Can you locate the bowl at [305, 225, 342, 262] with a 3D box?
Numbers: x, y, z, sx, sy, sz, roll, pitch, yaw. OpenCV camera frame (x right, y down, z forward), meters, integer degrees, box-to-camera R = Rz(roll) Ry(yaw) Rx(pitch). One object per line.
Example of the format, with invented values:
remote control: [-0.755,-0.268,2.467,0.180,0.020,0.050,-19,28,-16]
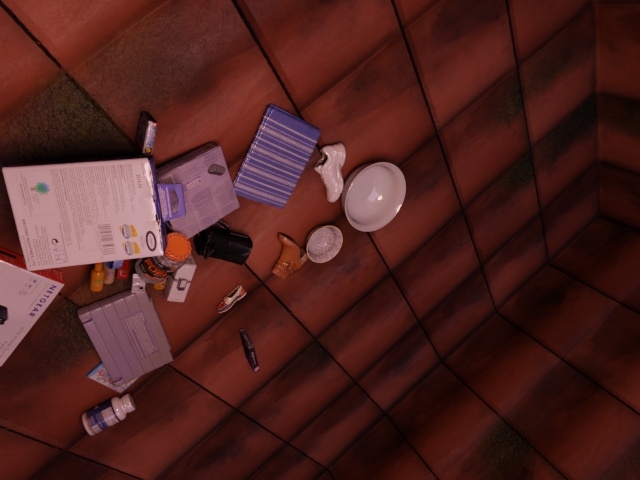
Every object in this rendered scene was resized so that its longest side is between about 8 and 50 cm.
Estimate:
bowl: [0.000,0.000,1.793,0.170,0.080,0.170,-16,125,-25]

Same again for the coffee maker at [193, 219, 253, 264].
coffee maker: [-0.341,0.026,1.529,0.178,0.171,0.120,17,133,-36]

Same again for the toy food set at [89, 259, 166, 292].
toy food set: [-0.629,0.100,1.423,0.232,0.111,0.104,4,114,-32]

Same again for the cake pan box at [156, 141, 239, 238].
cake pan box: [-0.410,-0.152,1.402,0.267,0.070,0.245,-37,134,-27]

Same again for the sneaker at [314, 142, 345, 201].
sneaker: [0.026,-0.260,1.665,0.115,0.090,0.232,-6,111,-23]

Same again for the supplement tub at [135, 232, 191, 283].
supplement tub: [-0.498,0.055,1.374,0.117,0.117,0.190,19,142,-39]

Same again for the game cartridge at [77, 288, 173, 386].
game cartridge: [-0.687,0.344,1.556,0.230,0.068,0.355,-25,126,-28]

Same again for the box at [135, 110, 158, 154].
box: [-0.504,-0.313,1.246,0.027,0.137,0.094,7,113,-35]

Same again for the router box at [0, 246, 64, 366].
router box: [-0.990,0.177,1.255,0.335,0.082,0.301,-52,131,3]

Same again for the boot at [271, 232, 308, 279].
boot: [-0.146,0.069,1.748,0.152,0.073,0.197,-44,129,2]

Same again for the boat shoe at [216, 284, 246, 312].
boat shoe: [-0.360,0.233,1.718,0.137,0.049,0.043,-38,127,-12]

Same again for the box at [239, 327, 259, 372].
box: [-0.305,0.470,1.848,0.029,0.116,0.162,-19,124,-22]

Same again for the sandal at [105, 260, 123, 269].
sandal: [-0.674,-0.020,1.277,0.317,0.126,0.138,35,60,-30]

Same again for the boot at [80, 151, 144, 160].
boot: [-0.625,-0.143,1.294,0.246,0.094,0.207,-19,122,-30]

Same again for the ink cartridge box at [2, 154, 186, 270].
ink cartridge box: [-0.571,-0.084,1.156,0.395,0.151,0.270,-7,107,-13]

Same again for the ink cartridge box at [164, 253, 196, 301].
ink cartridge box: [-0.499,0.124,1.523,0.063,0.109,0.150,12,109,-34]

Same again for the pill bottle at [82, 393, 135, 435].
pill bottle: [-0.805,0.659,1.650,0.169,0.094,0.094,-25,127,-19]

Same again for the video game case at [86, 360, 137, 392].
video game case: [-0.772,0.503,1.632,0.119,0.015,0.166,-42,131,-5]

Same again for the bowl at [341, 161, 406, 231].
bowl: [0.194,-0.196,1.768,0.298,0.134,0.298,-15,124,-24]

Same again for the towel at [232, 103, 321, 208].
towel: [-0.160,-0.291,1.556,0.243,0.040,0.336,16,109,-40]
